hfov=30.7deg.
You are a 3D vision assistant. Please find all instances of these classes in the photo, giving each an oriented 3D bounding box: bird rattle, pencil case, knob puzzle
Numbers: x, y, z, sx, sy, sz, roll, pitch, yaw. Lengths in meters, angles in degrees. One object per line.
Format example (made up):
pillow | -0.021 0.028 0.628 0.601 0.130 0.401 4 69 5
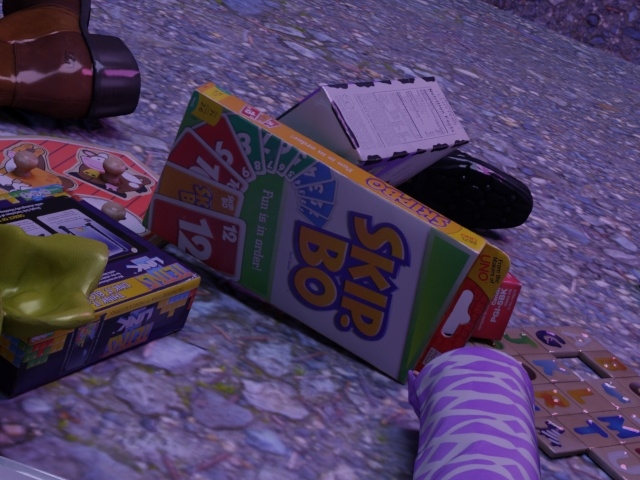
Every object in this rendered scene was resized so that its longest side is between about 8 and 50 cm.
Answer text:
bird rattle | -0.238 -0.006 0.580 0.254 0.143 0.207 33 -11 6
pencil case | 0.090 0.139 0.705 0.088 0.086 0.206 -4 18 10
knob puzzle | -0.192 -0.052 0.952 0.213 0.030 0.213 18 22 -8

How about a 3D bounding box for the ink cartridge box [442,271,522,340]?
ink cartridge box | 0.081 0.030 0.961 0.135 0.056 0.099 9 21 -25

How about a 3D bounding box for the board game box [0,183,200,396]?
board game box | -0.184 0.024 0.760 0.141 0.048 0.170 33 24 21

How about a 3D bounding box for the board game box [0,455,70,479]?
board game box | -0.111 0.214 0.364 0.390 0.050 0.390 19 23 1

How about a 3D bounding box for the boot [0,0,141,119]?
boot | -0.345 -0.183 1.086 0.281 0.096 0.264 -4 40 -34

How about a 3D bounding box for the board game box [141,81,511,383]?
board game box | 0.000 0.000 0.856 0.259 0.124 0.039 29 28 7

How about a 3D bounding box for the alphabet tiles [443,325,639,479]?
alphabet tiles | 0.221 0.136 0.919 0.198 0.009 0.237 2 28 -39

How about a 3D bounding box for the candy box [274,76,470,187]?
candy box | 0.007 -0.063 0.968 0.196 0.165 0.070 -17 77 -58

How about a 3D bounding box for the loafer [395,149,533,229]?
loafer | 0.114 -0.073 1.212 0.223 0.076 0.078 17 30 0
